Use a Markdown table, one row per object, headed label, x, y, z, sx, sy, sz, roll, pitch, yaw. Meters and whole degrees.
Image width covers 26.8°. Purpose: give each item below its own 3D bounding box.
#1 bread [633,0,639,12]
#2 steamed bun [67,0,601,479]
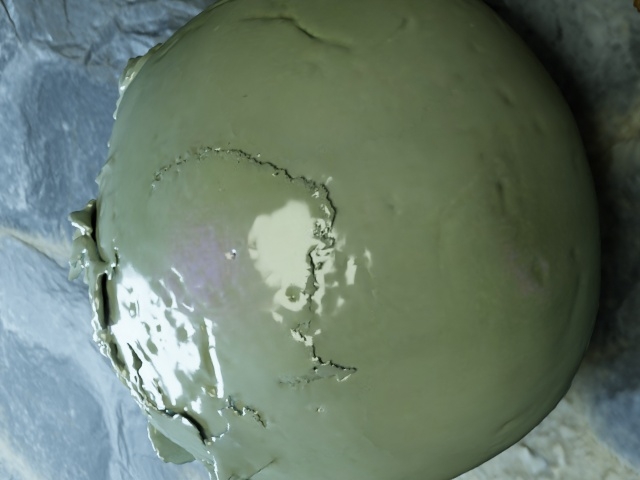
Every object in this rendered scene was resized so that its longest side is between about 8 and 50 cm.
| label | x | y | z | sx | sy | sz | roll | pitch | yaw |
| --- | --- | --- | --- | --- | --- | --- | --- | --- | --- |
| bread | 0.248 | -0.175 | 0.571 | 0.305 | 0.159 | 0.305 | 19 | 117 | 41 |
| steamed bun | 0.000 | 0.000 | 0.819 | 0.312 | 0.233 | 0.334 | -26 | 91 | 46 |
